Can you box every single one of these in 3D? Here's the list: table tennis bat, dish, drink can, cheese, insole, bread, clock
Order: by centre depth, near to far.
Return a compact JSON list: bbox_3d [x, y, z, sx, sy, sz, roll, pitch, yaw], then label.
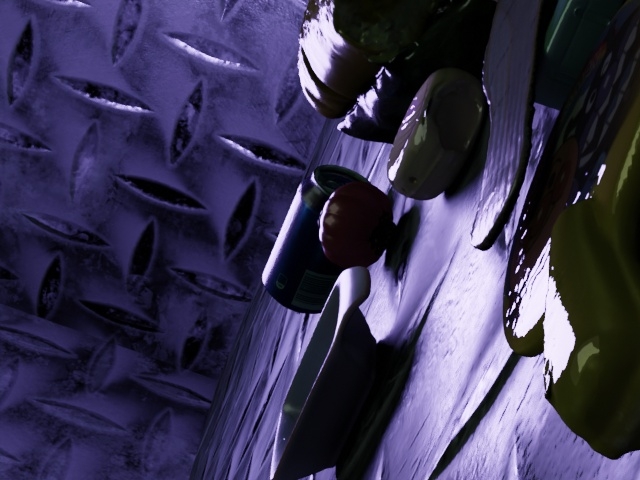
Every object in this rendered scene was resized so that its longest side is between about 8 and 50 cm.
[{"bbox_3d":[0.144,-0.012,0.617,0.368,0.054,0.224,-72,4,-61],"label":"table tennis bat"},{"bbox_3d":[0.179,-0.159,0.849,0.135,0.041,0.101,-80,10,-64],"label":"clock"},{"bbox_3d":[0.139,-0.124,0.851,0.348,0.009,0.119,-76,7,-46],"label":"insole"},{"bbox_3d":[0.108,-0.100,1.210,0.227,0.064,0.137,139,154,-76],"label":"cheese"},{"bbox_3d":[0.017,0.142,1.220,0.154,0.064,0.234,-81,12,-65],"label":"dish"},{"bbox_3d":[0.088,-0.265,1.370,0.376,0.208,0.251,118,176,-78],"label":"bread"},{"bbox_3d":[0.000,0.000,1.638,0.118,0.118,0.205,-79,12,-59],"label":"drink can"}]

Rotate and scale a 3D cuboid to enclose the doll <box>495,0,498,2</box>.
[{"bbox_3d":[0.184,-0.301,1.009,0.201,0.156,0.303,-24,-2,-35],"label":"doll"}]

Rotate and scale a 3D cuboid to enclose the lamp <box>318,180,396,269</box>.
[{"bbox_3d":[0.044,-0.017,1.390,0.107,0.092,0.107,-35,-48,-51],"label":"lamp"}]
